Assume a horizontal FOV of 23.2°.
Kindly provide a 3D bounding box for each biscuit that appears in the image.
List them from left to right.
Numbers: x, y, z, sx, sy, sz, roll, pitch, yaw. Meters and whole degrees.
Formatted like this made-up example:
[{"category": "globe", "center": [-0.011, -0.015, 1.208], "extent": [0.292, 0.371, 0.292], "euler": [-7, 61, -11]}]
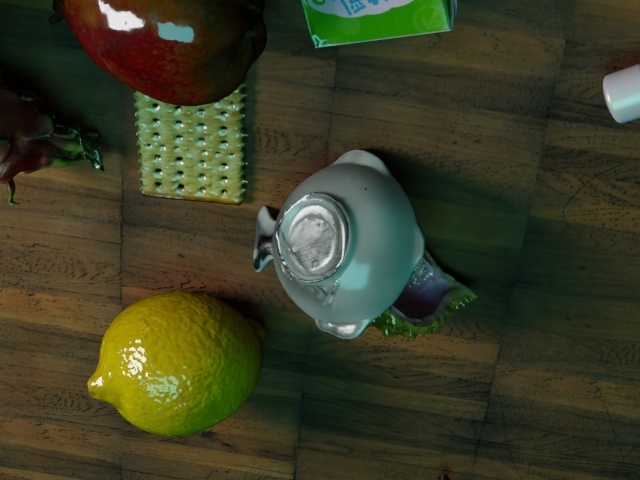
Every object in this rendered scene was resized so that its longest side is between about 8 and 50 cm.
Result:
[{"category": "biscuit", "center": [-0.153, -0.138, 1.851], "extent": [0.139, 0.016, 0.231], "euler": [6, 130, 6]}]

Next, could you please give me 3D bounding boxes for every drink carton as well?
[{"category": "drink carton", "center": [0.045, -0.342, 1.593], "extent": [0.161, 0.108, 0.271], "euler": [-5, 129, 17]}]

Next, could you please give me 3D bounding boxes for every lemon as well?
[{"category": "lemon", "center": [-0.179, 0.156, 1.992], "extent": [0.244, 0.187, 0.187], "euler": [-13, 133, -20]}]

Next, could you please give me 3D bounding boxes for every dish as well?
[{"category": "dish", "center": [0.000, 0.000, 1.825], "extent": [0.246, 0.224, 0.078], "euler": [2, 175, 36]}]

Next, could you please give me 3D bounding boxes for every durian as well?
[{"category": "durian", "center": [0.081, 0.042, 1.914], "extent": [0.132, 0.165, 0.182], "euler": [-52, 139, -4]}]

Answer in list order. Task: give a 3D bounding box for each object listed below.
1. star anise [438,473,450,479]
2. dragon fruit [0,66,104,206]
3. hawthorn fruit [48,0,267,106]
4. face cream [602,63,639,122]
[{"category": "star anise", "center": [0.131, 0.416, 2.227], "extent": [0.157, 0.053, 0.212], "euler": [-8, 128, 15]}, {"category": "dragon fruit", "center": [-0.369, -0.118, 1.841], "extent": [0.235, 0.135, 0.137], "euler": [24, 125, -32]}, {"category": "hawthorn fruit", "center": [-0.181, -0.244, 1.651], "extent": [0.248, 0.208, 0.208], "euler": [0, 129, 14]}, {"category": "face cream", "center": [0.434, -0.190, 1.665], "extent": [0.269, 0.082, 0.082], "euler": [-17, 124, 23]}]
